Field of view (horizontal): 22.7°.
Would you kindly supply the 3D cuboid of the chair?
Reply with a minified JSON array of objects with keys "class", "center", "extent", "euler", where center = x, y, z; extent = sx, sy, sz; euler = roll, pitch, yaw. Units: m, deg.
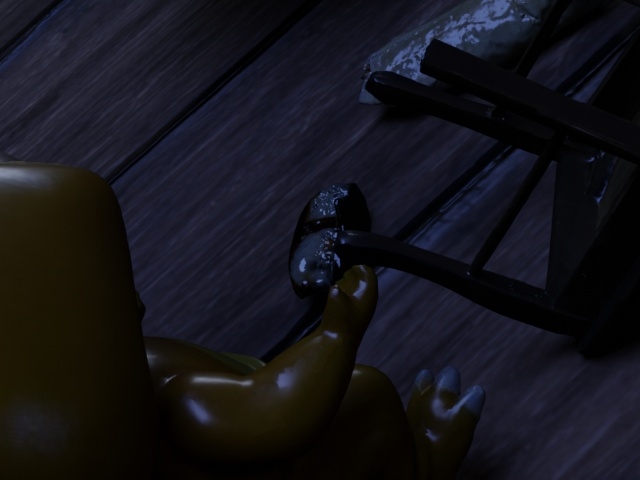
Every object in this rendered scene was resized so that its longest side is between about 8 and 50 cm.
[{"class":"chair","center":[0.189,-0.042,0.858],"extent":[0.186,0.319,0.160],"euler":[115,170,-48]}]

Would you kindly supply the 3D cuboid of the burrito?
[{"class":"burrito","center":[0.107,-0.141,1.082],"extent":[0.188,0.045,0.058],"euler":[-29,32,14]}]

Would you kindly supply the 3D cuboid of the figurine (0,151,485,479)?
[{"class":"figurine","center":[-0.100,0.107,0.729],"extent":[0.401,0.387,0.268],"euler":[9,82,47]}]

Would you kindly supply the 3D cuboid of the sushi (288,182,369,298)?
[{"class":"sushi","center":[0.000,0.000,1.023],"extent":[0.046,0.044,0.083],"euler":[-13,43,26]}]
